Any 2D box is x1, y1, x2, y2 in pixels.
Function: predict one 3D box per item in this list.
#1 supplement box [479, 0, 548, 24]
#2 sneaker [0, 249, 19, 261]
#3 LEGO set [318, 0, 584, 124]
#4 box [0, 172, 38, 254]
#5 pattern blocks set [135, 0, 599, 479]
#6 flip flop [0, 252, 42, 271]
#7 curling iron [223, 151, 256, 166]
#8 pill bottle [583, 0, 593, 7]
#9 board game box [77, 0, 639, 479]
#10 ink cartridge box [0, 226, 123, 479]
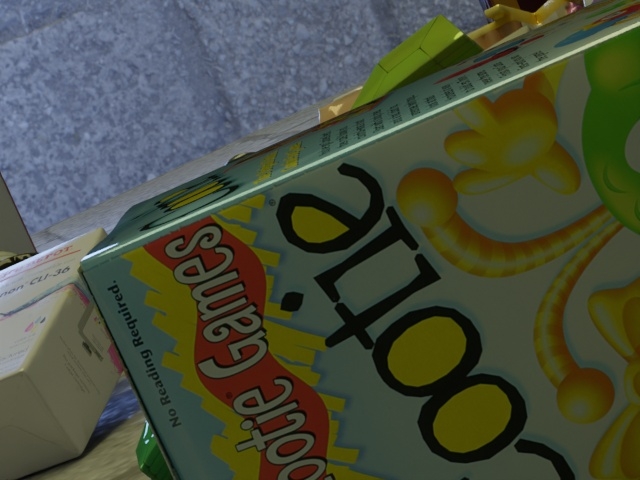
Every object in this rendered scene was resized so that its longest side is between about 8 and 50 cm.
[{"bbox_3d":[0.237,-0.234,1.739,0.194,0.191,0.129,-23,7,3],"label":"supplement box"},{"bbox_3d":[-0.349,0.080,1.603,0.292,0.110,0.118,-22,33,-34],"label":"sneaker"},{"bbox_3d":[0.145,-0.087,1.257,0.287,0.107,0.132,-16,-13,-4],"label":"LEGO set"},{"bbox_3d":[-0.400,0.025,1.851,0.168,0.215,0.345,-27,8,-25],"label":"box"},{"bbox_3d":[0.029,-0.009,0.901,0.325,0.026,0.285,-40,24,27],"label":"pattern blocks set"},{"bbox_3d":[-0.297,0.098,1.482,0.277,0.112,0.080,-27,-19,-5],"label":"flip flop"},{"bbox_3d":[-0.118,-0.002,1.276,0.274,0.035,0.068,-19,-26,31],"label":"curling iron"},{"bbox_3d":[0.280,-0.131,0.904,0.301,0.169,0.169,-21,8,23],"label":"pill bottle"},{"bbox_3d":[0.083,0.006,0.648,0.275,0.142,0.144,-23,7,5],"label":"board game box"},{"bbox_3d":[-0.176,0.065,1.200,0.115,0.067,0.198,-22,23,23],"label":"ink cartridge box"}]
